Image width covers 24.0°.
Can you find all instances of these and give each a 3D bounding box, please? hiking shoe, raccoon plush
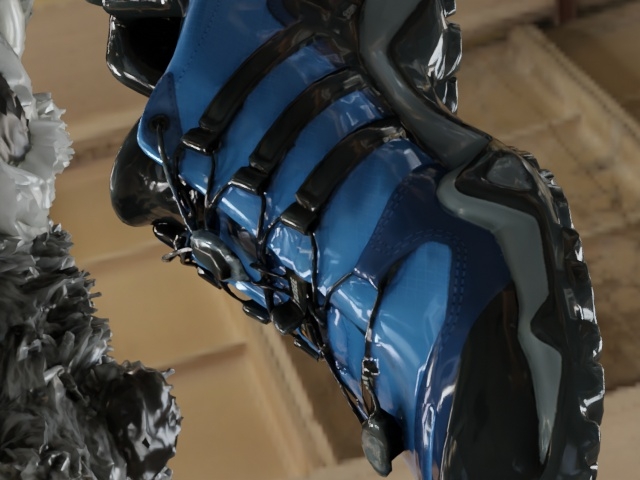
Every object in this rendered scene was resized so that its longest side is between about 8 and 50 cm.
[{"bbox_3d":[0.000,0.000,0.501,0.132,0.113,0.304,-10,-140,-7],"label":"hiking shoe"},{"bbox_3d":[-0.265,0.049,0.846,0.216,0.446,0.299,-4,-111,-41],"label":"raccoon plush"}]
